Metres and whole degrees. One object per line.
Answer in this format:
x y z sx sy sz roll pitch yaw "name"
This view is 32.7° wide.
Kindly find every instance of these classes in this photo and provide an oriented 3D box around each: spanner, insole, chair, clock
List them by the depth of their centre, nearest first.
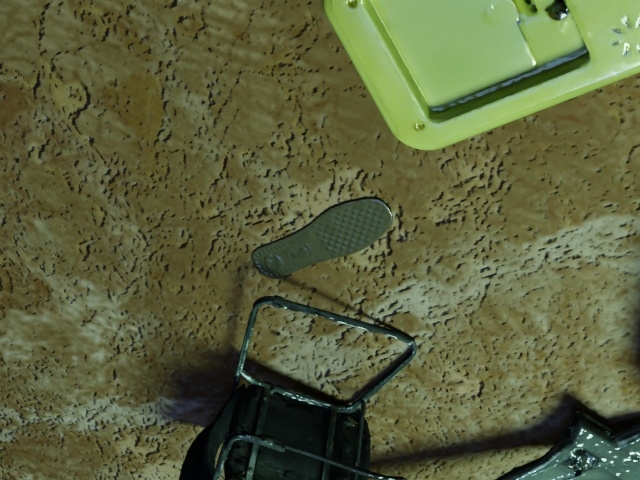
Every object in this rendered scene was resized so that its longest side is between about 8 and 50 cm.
0.115 -0.154 0.656 0.202 0.096 0.143 -19 115 27 "clock"
0.000 0.000 0.864 0.135 0.002 0.045 -23 115 30 "insole"
-0.028 0.176 0.920 0.145 0.140 0.221 19 137 -11 "chair"
0.147 0.218 0.923 0.325 0.026 0.093 -27 117 16 "spanner"
